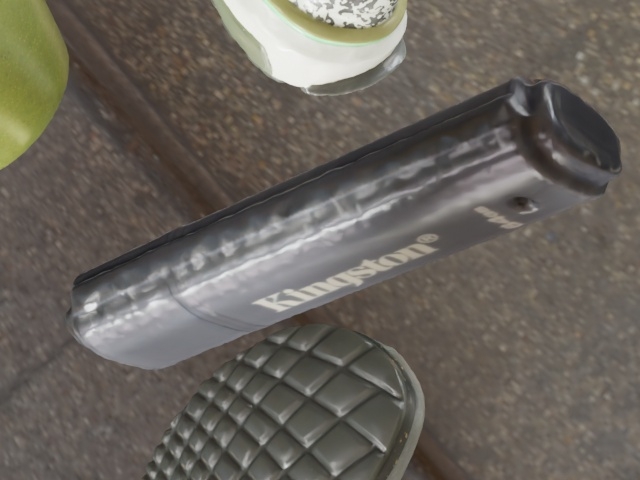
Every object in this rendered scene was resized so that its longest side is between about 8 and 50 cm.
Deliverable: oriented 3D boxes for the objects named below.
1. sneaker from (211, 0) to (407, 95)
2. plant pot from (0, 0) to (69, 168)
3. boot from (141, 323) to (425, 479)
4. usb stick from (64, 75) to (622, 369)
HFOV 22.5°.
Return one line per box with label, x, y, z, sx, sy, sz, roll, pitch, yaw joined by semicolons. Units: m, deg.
sneaker;-0.047;-0.308;1.107;0.158;0.410;0.182;-30;168;-38
plant pot;-0.314;-0.171;1.096;0.275;0.275;0.293;-49;135;0
boot;-0.004;0.136;0.645;0.161;0.083;0.246;6;121;-49
usb stick;0.000;0.000;0.713;0.278;0.045;0.077;-23;143;34
